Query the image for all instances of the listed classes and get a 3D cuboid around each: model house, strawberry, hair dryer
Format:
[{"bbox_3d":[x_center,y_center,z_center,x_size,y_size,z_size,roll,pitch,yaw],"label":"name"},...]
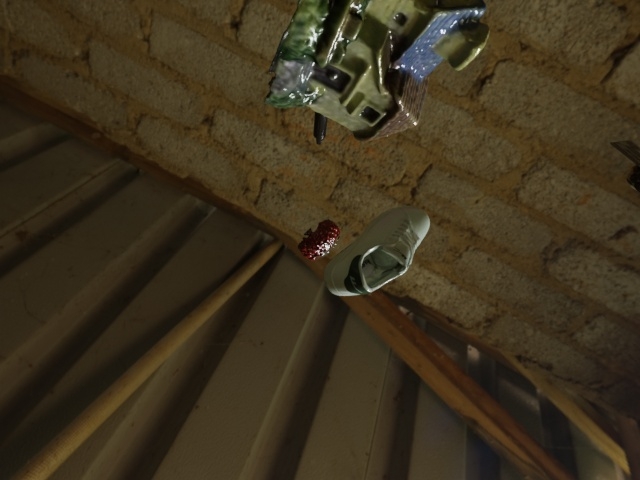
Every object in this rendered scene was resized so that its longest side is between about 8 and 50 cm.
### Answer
[{"bbox_3d":[0.088,-0.304,0.657,0.266,0.321,0.261,26,-116,-13],"label":"model house"},{"bbox_3d":[0.000,0.000,1.260,0.086,0.145,0.145,40,-142,9],"label":"strawberry"},{"bbox_3d":[-0.009,-0.320,0.982,0.070,0.255,0.128,-38,-107,-22],"label":"hair dryer"}]

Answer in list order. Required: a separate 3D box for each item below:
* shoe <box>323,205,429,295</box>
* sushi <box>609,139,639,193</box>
[{"bbox_3d":[0.181,0.016,1.047,0.363,0.160,0.131,-35,-74,-25],"label":"shoe"},{"bbox_3d":[0.408,-0.030,0.469,0.193,0.040,0.210,-16,-120,-46],"label":"sushi"}]
